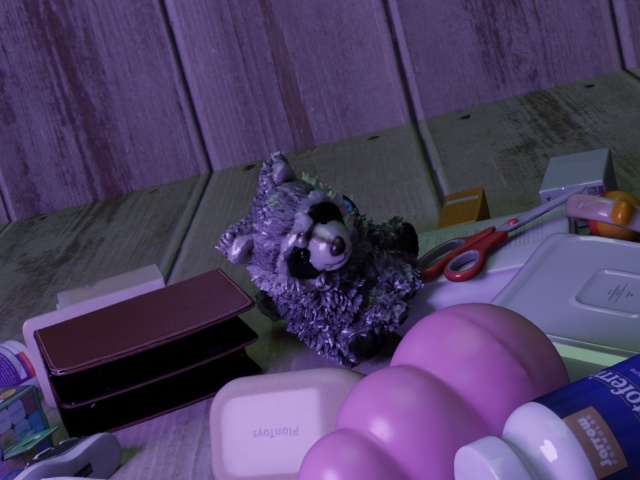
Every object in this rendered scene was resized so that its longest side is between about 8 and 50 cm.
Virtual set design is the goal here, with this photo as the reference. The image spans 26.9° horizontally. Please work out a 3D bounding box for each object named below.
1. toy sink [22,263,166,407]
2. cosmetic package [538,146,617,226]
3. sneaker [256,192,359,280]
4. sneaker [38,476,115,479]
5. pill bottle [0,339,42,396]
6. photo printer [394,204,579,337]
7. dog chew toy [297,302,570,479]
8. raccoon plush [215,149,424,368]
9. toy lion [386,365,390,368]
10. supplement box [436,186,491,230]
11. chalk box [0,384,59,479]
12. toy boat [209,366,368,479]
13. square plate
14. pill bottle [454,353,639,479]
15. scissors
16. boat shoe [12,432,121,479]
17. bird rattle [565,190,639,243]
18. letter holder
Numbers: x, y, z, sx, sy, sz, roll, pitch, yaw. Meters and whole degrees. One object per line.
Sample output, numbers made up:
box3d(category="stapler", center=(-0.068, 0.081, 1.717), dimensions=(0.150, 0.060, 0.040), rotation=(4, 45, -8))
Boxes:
box3d(category="toy sink", center=(-0.349, 0.151, 2.156), dimensions=(0.234, 0.152, 0.131), rotation=(-19, 15, -10))
box3d(category="cosmetic package", center=(0.465, -0.093, 2.403), dimensions=(0.117, 0.085, 0.231), rotation=(-10, 17, 19))
box3d(category="sneaker", center=(0.000, 0.000, 2.240), dimensions=(0.140, 0.125, 0.341), rotation=(-10, -16, -26))
box3d(category="sneaker", center=(-0.246, 0.321, 1.584), dimensions=(0.235, 0.090, 0.095), rotation=(2, 9, 39))
box3d(category="pill bottle", center=(-0.538, 0.240, 2.090), dimensions=(0.108, 0.108, 0.193), rotation=(-1, 19, 42))
box3d(category="photo printer", center=(0.240, 0.051, 2.025), dimensions=(0.308, 0.107, 0.256), rotation=(-12, 18, 13))
box3d(category="dog chew toy", center=(0.112, 0.208, 1.419), dimensions=(0.332, 0.206, 0.207), rotation=(-33, 22, -29))
box3d(category="raccoon plush", center=(-0.070, 0.041, 1.939), dimensions=(0.446, 0.299, 0.216), rotation=(-22, 43, 50))
box3d(category="toy lion", center=(0.113, 0.190, 1.798), dimensions=(0.096, 0.034, 0.100), rotation=(-32, 21, -29))
box3d(category="supplement box", center=(0.254, -0.024, 2.360), dimensions=(0.080, 0.078, 0.233), rotation=(-12, 14, 11))
box3d(category="chalk box", center=(-0.448, 0.280, 1.809), dimensions=(0.213, 0.132, 0.132), rotation=(-5, 16, 30))
box3d(category="toy boat", center=(-0.010, 0.233, 1.595), dimensions=(0.231, 0.151, 0.151), rotation=(-8, -13, 24))
box3d(category="square plate", center=(0.381, 0.083, 1.697), dimensions=(0.344, 0.049, 0.347), rotation=(10, 31, 31))
box3d(category="pill bottle", center=(0.273, 0.211, 1.309), dimensions=(0.265, 0.153, 0.153), rotation=(-21, 16, -19))
box3d(category="scissors", center=(0.263, -0.019, 1.976), dimensions=(0.297, 0.021, 0.109), rotation=(-36, 28, -29))
box3d(category="boat shoe", center=(-0.345, 0.309, 1.723), dimensions=(0.070, 0.077, 0.219), rotation=(-6, 9, 29))
box3d(category="bird rattle", center=(0.451, -0.034, 1.951), dimensions=(0.207, 0.143, 0.253), rotation=(20, 6, -32))
box3d(category="letter holder", center=(-0.239, 0.178, 1.953), dimensions=(0.302, 0.152, 0.214), rotation=(-19, 17, -15))
